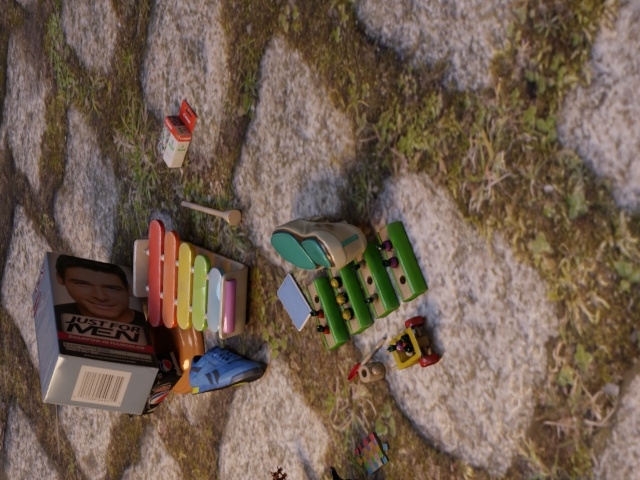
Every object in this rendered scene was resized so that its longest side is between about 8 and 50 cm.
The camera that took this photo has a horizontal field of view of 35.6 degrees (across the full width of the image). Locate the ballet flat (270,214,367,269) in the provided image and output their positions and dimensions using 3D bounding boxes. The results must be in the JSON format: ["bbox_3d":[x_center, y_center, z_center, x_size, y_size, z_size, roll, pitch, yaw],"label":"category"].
[{"bbox_3d":[0.000,0.000,1.494,0.248,0.086,0.086,-169,75,-68],"label":"ballet flat"}]

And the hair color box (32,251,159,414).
[{"bbox_3d":[-0.443,0.171,1.928,0.113,0.185,0.374,-67,27,21],"label":"hair color box"}]

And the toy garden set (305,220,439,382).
[{"bbox_3d":[0.065,0.116,1.455,0.244,0.049,0.203,-40,64,48],"label":"toy garden set"}]

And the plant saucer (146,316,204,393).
[{"bbox_3d":[-0.293,0.204,1.957,0.200,0.037,0.200,13,107,52],"label":"plant saucer"}]

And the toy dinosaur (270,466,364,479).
[{"bbox_3d":[0.004,0.476,1.525,0.322,0.164,0.218,28,135,27],"label":"toy dinosaur"}]

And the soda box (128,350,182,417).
[{"bbox_3d":[-0.330,0.282,1.942,0.169,0.053,0.060,-50,58,45],"label":"soda box"}]

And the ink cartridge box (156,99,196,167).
[{"bbox_3d":[-0.270,-0.200,1.866,0.063,0.029,0.115,53,134,34],"label":"ink cartridge box"}]

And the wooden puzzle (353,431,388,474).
[{"bbox_3d":[0.078,0.322,1.507,0.083,0.006,0.049,-51,56,44],"label":"wooden puzzle"}]

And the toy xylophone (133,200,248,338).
[{"bbox_3d":[-0.230,0.050,1.806,0.323,0.081,0.236,6,100,50],"label":"toy xylophone"}]

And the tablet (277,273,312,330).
[{"bbox_3d":[-0.042,0.101,1.632,0.083,0.006,0.054,57,136,29],"label":"tablet"}]

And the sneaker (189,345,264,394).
[{"bbox_3d":[-0.176,0.224,1.778,0.209,0.069,0.082,-21,75,53],"label":"sneaker"}]
